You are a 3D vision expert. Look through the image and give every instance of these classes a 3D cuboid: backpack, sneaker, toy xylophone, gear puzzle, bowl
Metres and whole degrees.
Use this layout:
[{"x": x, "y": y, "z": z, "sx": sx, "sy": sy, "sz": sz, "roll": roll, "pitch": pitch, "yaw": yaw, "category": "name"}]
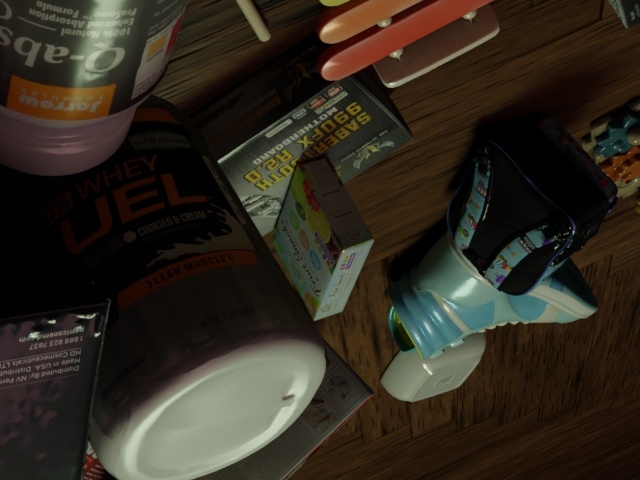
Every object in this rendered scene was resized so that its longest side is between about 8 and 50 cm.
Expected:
[{"x": 0.228, "y": -0.030, "z": 1.661, "sx": 0.117, "sy": 0.158, "sz": 0.173, "roll": -30, "pitch": 159, "yaw": -35, "category": "backpack"}, {"x": 0.204, "y": 0.076, "z": 1.892, "sx": 0.208, "sy": 0.127, "sz": 0.319, "roll": -40, "pitch": 143, "yaw": 23, "category": "sneaker"}, {"x": 0.037, "y": -0.227, "z": 1.177, "sx": 0.236, "sy": 0.081, "sz": 0.322, "roll": -31, "pitch": 155, "yaw": 9, "category": "toy xylophone"}, {"x": 0.423, "y": -0.095, "z": 1.864, "sx": 0.175, "sy": 0.044, "sz": 0.339, "roll": -28, "pitch": 155, "yaw": 3, "category": "gear puzzle"}, {"x": 0.170, "y": 0.181, "z": 2.142, "sx": 0.142, "sy": 0.053, "sz": 0.142, "roll": -14, "pitch": 153, "yaw": -30, "category": "bowl"}]

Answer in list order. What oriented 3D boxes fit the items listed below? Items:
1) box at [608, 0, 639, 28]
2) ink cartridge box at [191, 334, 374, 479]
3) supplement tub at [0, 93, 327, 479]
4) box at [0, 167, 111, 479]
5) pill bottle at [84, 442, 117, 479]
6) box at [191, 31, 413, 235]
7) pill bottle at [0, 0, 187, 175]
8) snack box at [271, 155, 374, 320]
[{"x": 0.259, "y": -0.308, "z": 1.171, "sx": 0.163, "sy": 0.142, "sz": 0.247, "roll": -29, "pitch": 154, "yaw": 8, "category": "box"}, {"x": -0.121, "y": 0.274, "z": 1.781, "sx": 0.309, "sy": 0.130, "sz": 0.272, "roll": -40, "pitch": 174, "yaw": -33, "category": "ink cartridge box"}, {"x": -0.144, "y": 0.018, "z": 1.178, "sx": 0.193, "sy": 0.316, "sz": 0.193, "roll": -24, "pitch": 150, "yaw": -15, "category": "supplement tub"}, {"x": -0.311, "y": 0.106, "z": 1.108, "sx": 0.182, "sy": 0.296, "sz": 0.294, "roll": -9, "pitch": 124, "yaw": -33, "category": "box"}, {"x": -0.250, "y": 0.208, "z": 1.690, "sx": 0.121, "sy": 0.121, "sz": 0.221, "roll": 5, "pitch": 140, "yaw": -50, "category": "pill bottle"}, {"x": -0.047, "y": -0.084, "z": 1.403, "sx": 0.231, "sy": 0.056, "sz": 0.183, "roll": -32, "pitch": 155, "yaw": 11, "category": "box"}, {"x": -0.167, "y": -0.174, "z": 0.982, "sx": 0.162, "sy": 0.162, "sz": 0.278, "roll": -14, "pitch": 152, "yaw": -26, "category": "pill bottle"}, {"x": 0.000, "y": 0.000, "z": 1.425, "sx": 0.037, "sy": 0.100, "sz": 0.141, "roll": -17, "pitch": 155, "yaw": -22, "category": "snack box"}]
